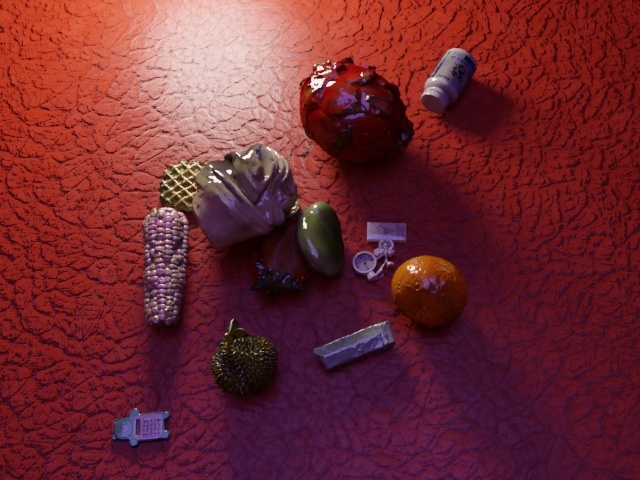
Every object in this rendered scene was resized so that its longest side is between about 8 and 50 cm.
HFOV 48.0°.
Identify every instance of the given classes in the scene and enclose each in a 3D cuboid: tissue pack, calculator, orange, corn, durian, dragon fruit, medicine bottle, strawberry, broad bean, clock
[{"bbox_3d":[0.181,-0.022,1.966,0.108,0.023,0.056,1,64,3],"label":"tissue pack"},{"bbox_3d":[-0.437,0.455,1.750,0.141,0.019,0.094,-5,66,-1],"label":"calculator"},{"bbox_3d":[0.274,0.124,1.804,0.193,0.193,0.161,25,54,13],"label":"orange"},{"bbox_3d":[-0.406,0.070,1.887,0.127,0.126,0.335,-5,65,-1],"label":"corn"},{"bbox_3d":[-0.178,0.296,1.721,0.159,0.198,0.146,18,53,-13],"label":"durian"},{"bbox_3d":[0.089,-0.354,2.004,0.277,0.277,0.342,-40,81,-17],"label":"dragon fruit"},{"bbox_3d":[0.378,-0.472,2.138,0.107,0.107,0.191,28,67,15],"label":"medicine bottle"},{"bbox_3d":[-0.122,0.041,1.889,0.174,0.098,0.228,15,50,-28],"label":"strawberry"},{"bbox_3d":[0.000,0.000,1.897,0.100,0.169,0.228,-29,28,31],"label":"broad bean"},{"bbox_3d":[0.150,0.052,1.921,0.129,0.041,0.087,-36,64,-10],"label":"clock"}]

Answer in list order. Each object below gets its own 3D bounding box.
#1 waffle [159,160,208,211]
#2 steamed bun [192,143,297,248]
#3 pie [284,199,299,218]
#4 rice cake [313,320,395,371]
[{"bbox_3d":[-0.367,-0.156,2.042,0.183,0.036,0.169,6,61,2],"label":"waffle"},{"bbox_3d":[-0.204,-0.137,1.881,0.275,0.206,0.320,-7,35,8],"label":"steamed bun"},{"bbox_3d":[-0.099,-0.097,2.014,0.084,0.020,0.084,-1,63,2],"label":"pie"},{"bbox_3d":[0.088,0.268,1.803,0.206,0.063,0.069,-22,71,-8],"label":"rice cake"}]
